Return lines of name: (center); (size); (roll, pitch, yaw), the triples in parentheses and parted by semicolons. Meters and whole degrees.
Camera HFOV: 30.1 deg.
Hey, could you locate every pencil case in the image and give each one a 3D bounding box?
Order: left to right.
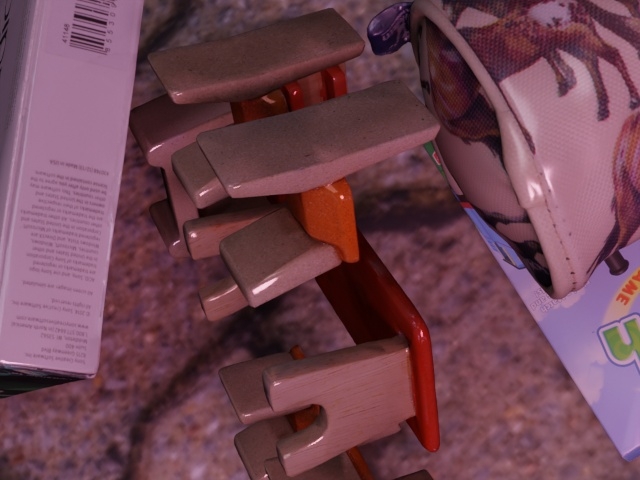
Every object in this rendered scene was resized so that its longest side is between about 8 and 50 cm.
pencil case: (0.231, -0.142, 0.559); (0.410, 0.183, 0.159); (-32, 110, -2)

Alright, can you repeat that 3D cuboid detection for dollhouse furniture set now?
dollhouse furniture set: (0.000, 0.000, 0.620); (0.135, 0.262, 0.259); (-19, 40, -13)

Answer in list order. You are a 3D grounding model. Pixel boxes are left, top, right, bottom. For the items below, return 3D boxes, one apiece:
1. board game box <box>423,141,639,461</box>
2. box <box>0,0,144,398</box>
board game box: (0.177, -0.012, 0.652); (0.160, 0.039, 0.211); (-34, 67, 10)
box: (-0.178, -0.027, 0.686); (0.322, 0.059, 0.232); (156, 121, -64)
